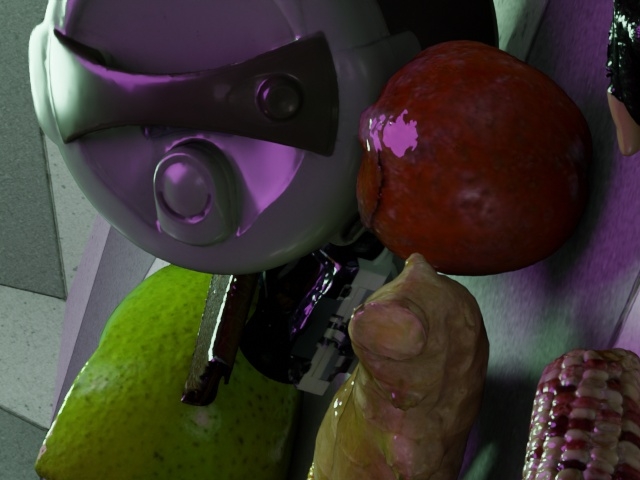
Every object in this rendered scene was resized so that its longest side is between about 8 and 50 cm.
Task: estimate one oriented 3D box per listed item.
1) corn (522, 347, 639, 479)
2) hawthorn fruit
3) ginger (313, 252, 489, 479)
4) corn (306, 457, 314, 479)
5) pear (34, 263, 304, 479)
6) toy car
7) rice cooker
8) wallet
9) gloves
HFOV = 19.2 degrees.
[{"bbox_3d":[0.156,0.167,1.098,0.086,0.086,0.253,122,160,-53],"label":"corn"},{"bbox_3d":[0.112,-0.057,1.357,0.173,0.173,0.172,-166,90,-77],"label":"hawthorn fruit"},{"bbox_3d":[0.063,0.131,1.399,0.363,0.122,0.348,-78,-1,-63],"label":"ginger"},{"bbox_3d":[0.014,0.235,1.656,0.067,0.067,0.206,-168,94,-77],"label":"corn"},{"bbox_3d":[-0.123,0.171,1.962,0.342,0.239,0.318,73,-140,-75],"label":"pear"},{"bbox_3d":[0.002,0.000,1.840,0.301,0.118,0.193,-96,27,-56],"label":"toy car"},{"bbox_3d":[-0.048,-0.150,1.556,0.325,0.335,0.335,-28,-35,-55],"label":"rice cooker"},{"bbox_3d":[-0.078,0.030,1.798,0.133,0.039,0.243,127,158,-61],"label":"wallet"},{"bbox_3d":[0.208,-0.112,1.121,0.180,0.106,0.129,123,155,-45],"label":"gloves"}]
